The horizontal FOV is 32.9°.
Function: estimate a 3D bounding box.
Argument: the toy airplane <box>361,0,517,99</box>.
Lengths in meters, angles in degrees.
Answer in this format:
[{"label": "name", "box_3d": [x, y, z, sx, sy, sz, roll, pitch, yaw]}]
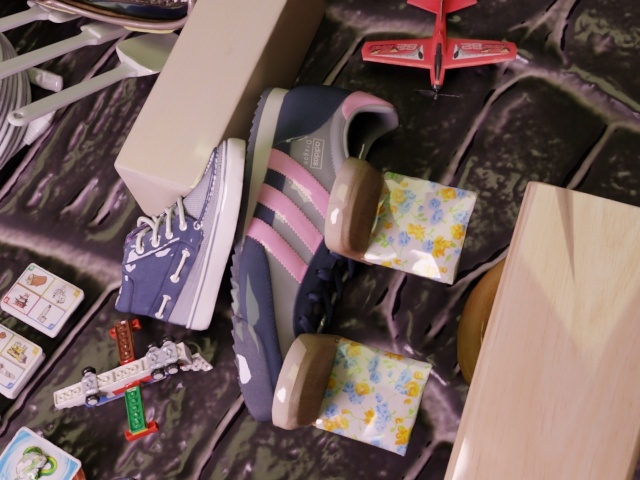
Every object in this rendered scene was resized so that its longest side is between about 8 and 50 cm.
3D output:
[{"label": "toy airplane", "box_3d": [0.114, -0.200, 1.059, 0.151, 0.028, 0.151, -3, 65, 6]}]

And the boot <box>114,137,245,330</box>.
[{"label": "boot", "box_3d": [-0.119, -0.006, 0.913, 0.086, 0.190, 0.069, 11, 30, -10]}]

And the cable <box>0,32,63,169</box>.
[{"label": "cable", "box_3d": [-0.421, -0.131, 1.079, 0.257, 0.089, 0.257, 30, 73, 20]}]

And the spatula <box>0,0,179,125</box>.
[{"label": "spatula", "box_3d": [-0.250, -0.185, 1.044, 0.168, 0.019, 0.242, 35, 39, 15]}]

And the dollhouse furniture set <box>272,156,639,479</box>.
[{"label": "dollhouse furniture set", "box_3d": [0.137, 0.161, 0.692, 0.362, 0.256, 0.394, 16, 88, 14]}]

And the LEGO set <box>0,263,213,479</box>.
[{"label": "LEGO set", "box_3d": [-0.218, 0.142, 0.952, 0.244, 0.060, 0.182, 22, 69, 31]}]

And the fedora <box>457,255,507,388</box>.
[{"label": "fedora", "box_3d": [0.207, 0.091, 0.878, 0.194, 0.079, 0.194, -2, 65, 4]}]

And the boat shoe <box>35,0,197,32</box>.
[{"label": "boat shoe", "box_3d": [-0.262, -0.285, 1.066, 0.324, 0.117, 0.097, 17, 30, -5]}]

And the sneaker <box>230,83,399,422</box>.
[{"label": "sneaker", "box_3d": [0.000, 0.000, 0.937, 0.131, 0.112, 0.319, -1, 66, 12]}]

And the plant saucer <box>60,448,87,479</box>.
[{"label": "plant saucer", "box_3d": [-0.239, 0.219, 0.928, 0.083, 0.013, 0.084, -3, 65, 7]}]

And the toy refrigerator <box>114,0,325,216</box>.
[{"label": "toy refrigerator", "box_3d": [-0.092, -0.151, 1.029, 0.094, 0.102, 0.270, 16, 69, 16]}]
